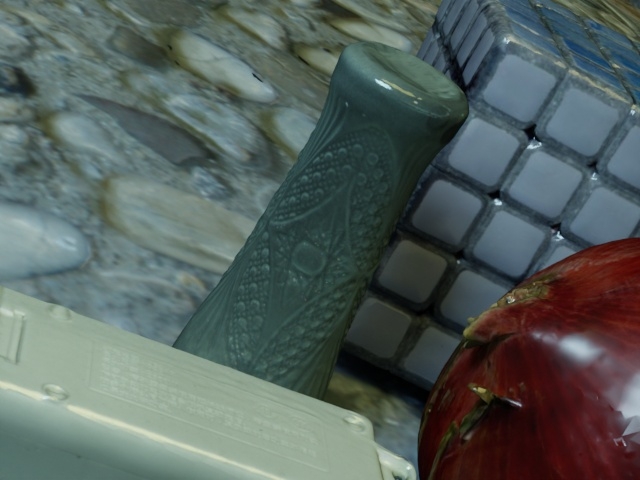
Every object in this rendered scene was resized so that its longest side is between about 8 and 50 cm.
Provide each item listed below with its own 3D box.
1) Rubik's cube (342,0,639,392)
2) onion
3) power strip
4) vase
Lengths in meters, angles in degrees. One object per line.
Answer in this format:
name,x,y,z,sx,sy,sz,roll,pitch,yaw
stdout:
Rubik's cube,0.153,-0.022,1.024,0.237,0.238,0.237,26,21,-8
onion,0.159,0.088,0.805,0.248,0.161,0.248,-11,28,6
power strip,-0.111,0.084,0.732,0.338,0.058,0.098,22,23,-15
vase,0.000,0.000,0.827,0.096,0.219,0.096,24,22,-10
